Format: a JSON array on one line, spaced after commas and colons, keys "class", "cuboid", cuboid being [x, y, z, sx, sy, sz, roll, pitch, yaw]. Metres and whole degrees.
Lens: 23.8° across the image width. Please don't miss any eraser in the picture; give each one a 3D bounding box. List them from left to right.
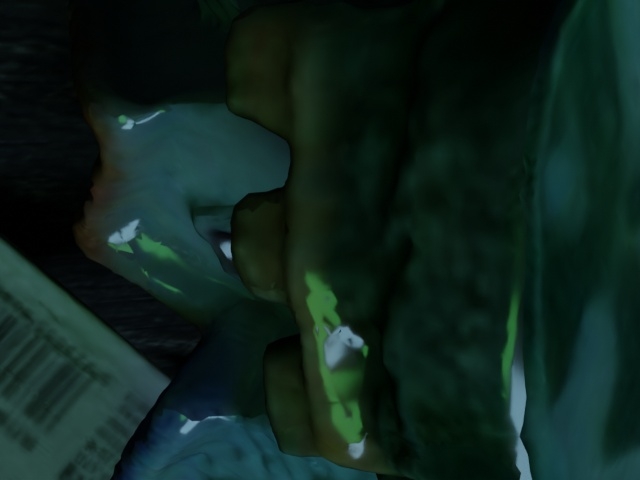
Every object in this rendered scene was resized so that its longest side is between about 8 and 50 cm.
[{"class": "eraser", "cuboid": [-0.038, 0.160, 0.693, 0.098, 0.404, 0.096, -50, -178, -26]}]

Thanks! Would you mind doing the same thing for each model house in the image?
[{"class": "model house", "cuboid": [0.000, 0.000, 0.559, 0.252, 0.329, 0.295, -55, 135, -30]}]

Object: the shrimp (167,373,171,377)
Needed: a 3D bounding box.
[{"class": "shrimp", "cuboid": [-0.002, 0.081, 0.970, 0.223, 0.047, 0.126, 0, 142, -46]}]
